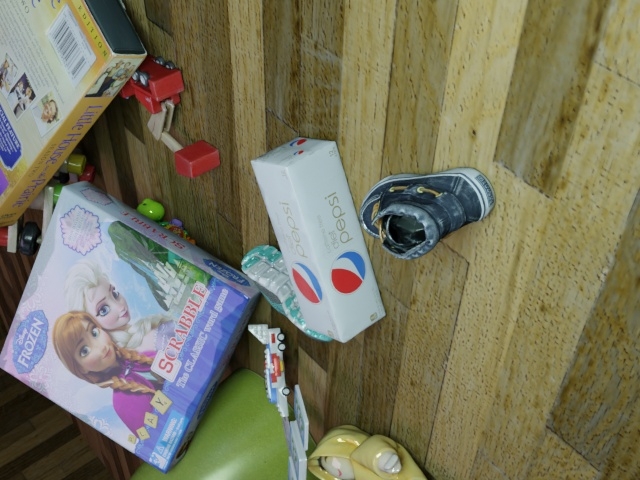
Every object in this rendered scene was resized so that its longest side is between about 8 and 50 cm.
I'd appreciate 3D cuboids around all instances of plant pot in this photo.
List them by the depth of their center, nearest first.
[{"bbox_3d":[-0.181,0.401,1.337,0.274,0.293,0.275,39,145,34],"label":"plant pot"}]

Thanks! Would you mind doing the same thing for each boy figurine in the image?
[{"bbox_3d":[0.090,0.313,1.029,0.285,0.092,0.177,29,149,41],"label":"boy figurine"}]

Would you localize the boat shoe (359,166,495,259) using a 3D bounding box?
[{"bbox_3d":[0.070,-0.021,0.752,0.183,0.083,0.065,-14,104,61],"label":"boat shoe"}]

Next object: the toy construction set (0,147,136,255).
[{"bbox_3d":[-0.423,-0.112,1.362,0.308,0.257,0.237,30,132,11],"label":"toy construction set"}]

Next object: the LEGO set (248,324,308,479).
[{"bbox_3d":[-0.062,0.240,1.159,0.244,0.060,0.183,-110,19,-56],"label":"LEGO set"}]

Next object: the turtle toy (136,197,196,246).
[{"bbox_3d":[-0.246,-0.005,1.286,0.130,0.095,0.066,51,129,14],"label":"turtle toy"}]

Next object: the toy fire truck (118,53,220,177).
[{"bbox_3d":[-0.215,-0.175,1.106,0.192,0.047,0.135,32,141,41],"label":"toy fire truck"}]

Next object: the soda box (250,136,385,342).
[{"bbox_3d":[0.000,0.000,0.902,0.073,0.069,0.216,16,130,53],"label":"soda box"}]

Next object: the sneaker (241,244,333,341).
[{"bbox_3d":[-0.030,0.074,1.048,0.166,0.065,0.076,44,165,32],"label":"sneaker"}]

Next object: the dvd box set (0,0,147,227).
[{"bbox_3d":[-0.433,-0.252,1.165,0.420,0.062,0.308,-40,75,36],"label":"dvd box set"}]

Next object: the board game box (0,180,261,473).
[{"bbox_3d":[-0.286,0.127,1.207,0.317,0.066,0.319,29,108,10],"label":"board game box"}]
